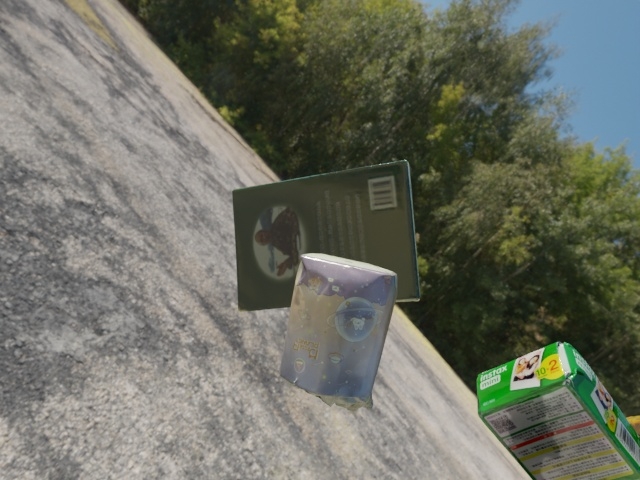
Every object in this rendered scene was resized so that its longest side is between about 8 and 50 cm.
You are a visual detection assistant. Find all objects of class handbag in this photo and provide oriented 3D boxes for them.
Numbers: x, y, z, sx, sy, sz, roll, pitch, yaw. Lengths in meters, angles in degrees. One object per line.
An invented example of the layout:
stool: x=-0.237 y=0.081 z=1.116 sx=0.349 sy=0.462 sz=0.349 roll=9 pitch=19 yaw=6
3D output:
handbag: x=0.018 y=0.108 z=0.551 sx=0.117 sy=0.173 sz=0.095 roll=12 pitch=4 yaw=16

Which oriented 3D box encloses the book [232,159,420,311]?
book: x=0.000 y=0.000 z=0.931 sx=0.043 sy=0.371 sz=0.260 roll=13 pitch=73 yaw=-68

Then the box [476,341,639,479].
box: x=0.394 y=0.302 z=0.791 sx=0.250 sy=0.180 sz=0.103 roll=50 pitch=30 yaw=-8

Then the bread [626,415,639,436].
bread: x=0.660 y=0.435 z=0.893 sx=0.235 sy=0.099 sz=0.210 roll=95 pitch=-2 yaw=-65
